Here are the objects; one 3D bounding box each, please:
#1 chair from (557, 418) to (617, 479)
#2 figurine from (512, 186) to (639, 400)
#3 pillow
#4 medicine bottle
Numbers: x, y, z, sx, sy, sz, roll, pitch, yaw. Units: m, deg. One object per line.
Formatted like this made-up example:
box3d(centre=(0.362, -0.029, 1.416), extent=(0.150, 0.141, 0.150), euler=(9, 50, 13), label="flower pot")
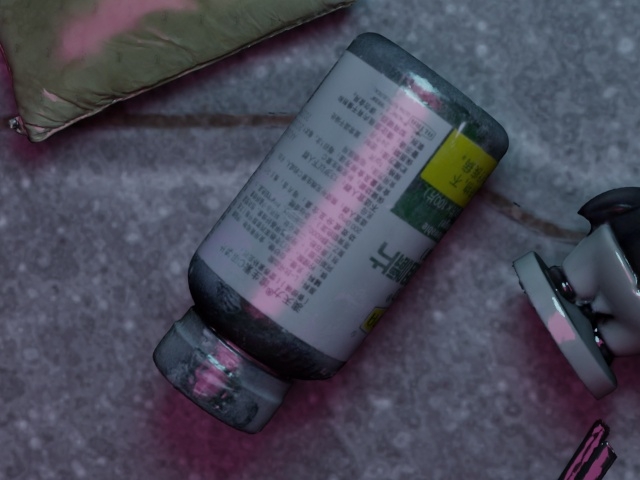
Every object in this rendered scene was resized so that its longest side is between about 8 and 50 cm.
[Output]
box3d(centre=(0.161, 0.272, 1.081), extent=(0.247, 0.159, 0.172), euler=(-41, 83, 6), label="chair")
box3d(centre=(0.273, 0.016, 1.086), extent=(0.236, 0.133, 0.176), euler=(-33, 91, 10), label="figurine")
box3d(centre=(-0.134, -0.211, 1.204), extent=(0.302, 0.075, 0.185), euler=(-23, 81, 8), label="pillow")
box3d(centre=(0.000, 0.000, 1.134), extent=(0.141, 0.141, 0.293), euler=(39, 95, 10), label="medicine bottle")
